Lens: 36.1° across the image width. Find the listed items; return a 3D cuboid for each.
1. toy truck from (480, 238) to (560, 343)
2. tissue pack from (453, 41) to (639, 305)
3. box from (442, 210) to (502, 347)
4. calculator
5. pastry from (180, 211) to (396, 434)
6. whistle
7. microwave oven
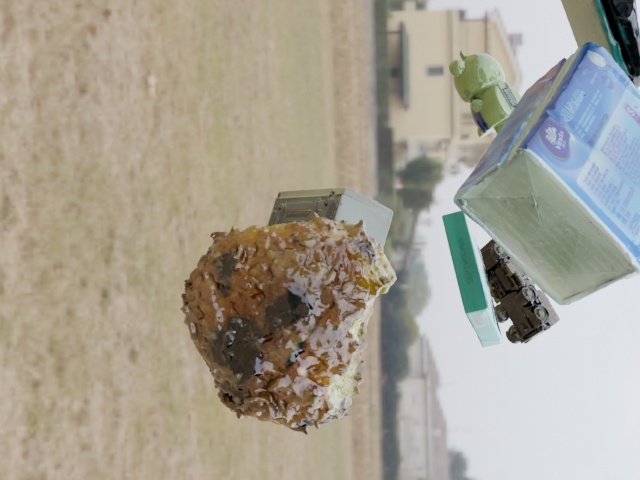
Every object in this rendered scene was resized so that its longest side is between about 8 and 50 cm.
[{"bbox_3d":[0.481,0.117,2.424,0.257,0.127,0.127,57,-38,12],"label":"toy truck"},{"bbox_3d":[0.308,-0.083,1.180,0.146,0.198,0.263,-37,-169,48],"label":"tissue pack"},{"bbox_3d":[0.242,0.066,1.551,0.226,0.042,0.161,50,28,-66],"label":"box"},{"bbox_3d":[0.379,-0.345,1.364,0.248,0.058,0.274,-92,157,-68],"label":"calculator"},{"bbox_3d":[-0.069,0.134,1.716,0.292,0.337,0.405,-54,162,-64],"label":"pastry"},{"bbox_3d":[0.299,-0.231,1.694,0.085,0.105,0.227,-35,-99,49],"label":"whistle"},{"bbox_3d":[0.000,0.000,1.968,0.240,0.145,0.194,1,-113,55],"label":"microwave oven"}]
